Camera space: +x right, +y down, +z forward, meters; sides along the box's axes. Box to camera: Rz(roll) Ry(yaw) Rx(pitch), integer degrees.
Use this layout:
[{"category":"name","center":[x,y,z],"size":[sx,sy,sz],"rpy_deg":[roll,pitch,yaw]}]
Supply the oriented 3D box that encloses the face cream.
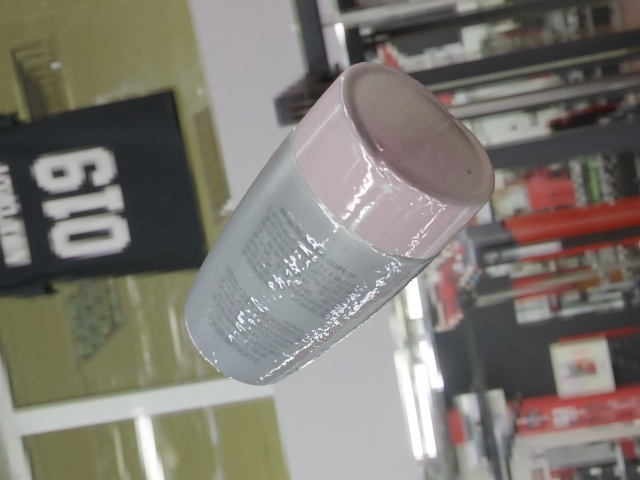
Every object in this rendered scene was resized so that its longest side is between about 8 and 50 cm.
[{"category":"face cream","center":[0.000,0.000,0.670],"size":[0.084,0.198,0.057],"rpy_deg":[42,-130,-1]}]
